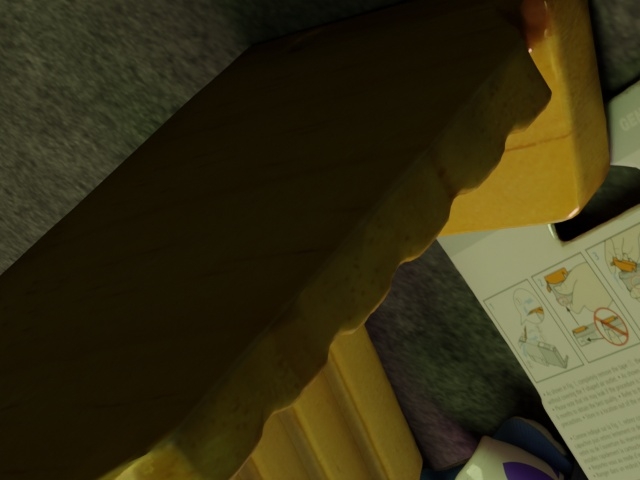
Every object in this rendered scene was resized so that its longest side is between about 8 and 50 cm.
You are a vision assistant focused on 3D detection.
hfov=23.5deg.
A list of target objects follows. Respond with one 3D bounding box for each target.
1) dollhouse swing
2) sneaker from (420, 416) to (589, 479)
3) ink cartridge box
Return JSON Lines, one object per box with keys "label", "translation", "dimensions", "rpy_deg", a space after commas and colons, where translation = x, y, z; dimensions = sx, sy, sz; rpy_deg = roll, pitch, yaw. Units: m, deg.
{"label": "dollhouse swing", "translation": [-0.008, 0.120, 0.677], "dimensions": [0.315, 0.347, 0.305], "rpy_deg": [-6, 123, 50]}
{"label": "sneaker", "translation": [0.184, 0.202, 0.897], "dimensions": [0.236, 0.130, 0.323], "rpy_deg": [41, 157, -25]}
{"label": "ink cartridge box", "translation": [0.190, 0.041, 0.714], "dimensions": [0.239, 0.060, 0.275], "rpy_deg": [58, 151, 2]}
